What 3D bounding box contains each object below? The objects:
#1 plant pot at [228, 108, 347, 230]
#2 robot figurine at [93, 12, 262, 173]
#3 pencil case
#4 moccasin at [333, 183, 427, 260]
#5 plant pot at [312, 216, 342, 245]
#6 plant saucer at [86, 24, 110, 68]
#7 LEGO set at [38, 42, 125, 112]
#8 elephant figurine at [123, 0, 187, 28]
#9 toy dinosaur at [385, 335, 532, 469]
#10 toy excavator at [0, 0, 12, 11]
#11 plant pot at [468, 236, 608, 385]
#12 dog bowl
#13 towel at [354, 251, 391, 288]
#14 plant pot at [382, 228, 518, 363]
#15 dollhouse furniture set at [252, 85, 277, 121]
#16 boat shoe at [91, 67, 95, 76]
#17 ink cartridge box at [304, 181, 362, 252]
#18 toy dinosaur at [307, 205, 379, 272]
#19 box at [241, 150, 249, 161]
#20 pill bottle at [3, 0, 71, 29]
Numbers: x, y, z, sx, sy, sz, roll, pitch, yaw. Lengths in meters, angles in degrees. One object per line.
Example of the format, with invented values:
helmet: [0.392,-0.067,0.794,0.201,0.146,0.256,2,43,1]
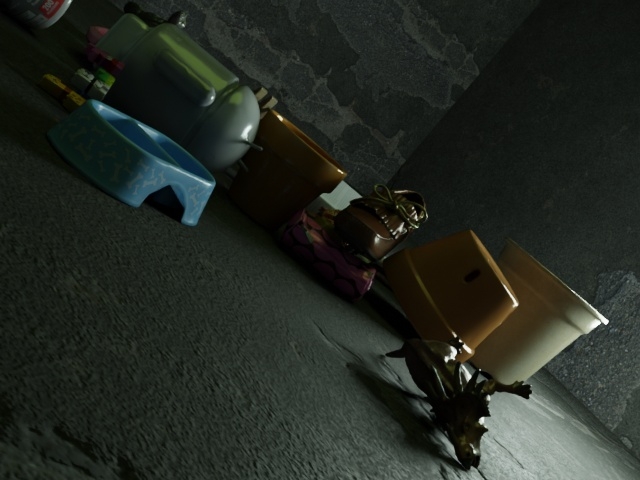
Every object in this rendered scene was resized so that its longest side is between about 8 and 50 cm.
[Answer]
plant pot: [-0.083,-0.130,1.744,0.205,0.188,0.205,39,8,-7]
robot figurine: [-0.258,-0.262,1.598,0.353,0.200,0.300,40,-9,-4]
pencil case: [0.017,0.032,1.679,0.209,0.095,0.098,39,-23,-8]
moccasin: [0.139,-0.048,1.771,0.139,0.147,0.380,44,20,16]
plant pot: [0.000,0.000,1.792,0.081,0.083,0.081,38,8,-22]
plant saucer: [-0.374,-0.364,1.907,0.332,0.084,0.332,29,12,-7]
LEGO set: [-0.393,-0.257,1.384,0.093,0.087,0.227,35,15,-17]
elephant figurine: [-0.430,-0.503,2.094,0.169,0.186,0.239,60,-13,20]
toy dinosaur: [0.195,0.222,1.362,0.200,0.127,0.295,21,14,-48]
toy excavator: [-0.633,-0.574,1.367,0.222,0.432,0.445,25,45,-62]
plant pot: [0.514,0.211,2.229,0.334,0.305,0.334,39,8,-7]
dog bowl: [-0.258,-0.114,1.235,0.166,0.074,0.297,43,8,24]
towel: [0.227,0.107,2.386,0.324,0.056,0.312,39,8,-1]
plant pot: [0.301,0.111,1.899,0.291,0.203,0.291,53,12,-17]
dollhouse furniture set: [-0.122,-0.192,2.021,0.259,0.135,0.262,24,45,-74]
boat shoe: [-0.406,-0.312,1.751,0.142,0.049,0.040,32,11,-37]
ink cartridge box: [-0.030,-0.143,2.324,0.385,0.091,0.308,39,17,-1]
toy dinosaur: [0.050,-0.006,2.014,0.218,0.164,0.322,25,27,-3]
box: [-0.148,-0.213,2.389,0.183,0.059,0.232,46,9,29]
pill bottle: [-0.613,-0.537,1.609,0.283,0.161,0.161,31,12,-49]
